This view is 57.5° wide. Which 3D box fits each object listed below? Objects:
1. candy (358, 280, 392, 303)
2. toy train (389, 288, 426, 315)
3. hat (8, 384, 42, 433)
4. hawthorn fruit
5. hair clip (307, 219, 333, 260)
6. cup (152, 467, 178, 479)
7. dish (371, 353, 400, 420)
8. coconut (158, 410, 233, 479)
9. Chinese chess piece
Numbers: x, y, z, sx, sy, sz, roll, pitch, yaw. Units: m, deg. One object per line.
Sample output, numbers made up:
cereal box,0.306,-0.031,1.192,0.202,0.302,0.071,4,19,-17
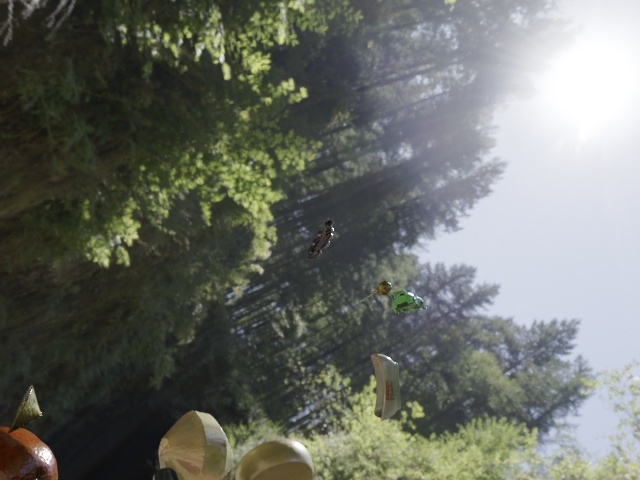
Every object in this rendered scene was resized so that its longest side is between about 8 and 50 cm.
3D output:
candy,0.227,0.230,2.491,0.201,0.060,0.060,-35,-102,43
toy train,0.324,0.229,2.167,0.099,0.149,0.081,-25,-109,28
hat,-0.857,0.509,1.727,0.146,0.067,0.146,-47,-154,32
hawthorn fruit,-0.975,0.729,1.814,0.311,0.295,0.295,21,-51,33
hair clip,-0.002,-0.001,2.464,0.195,0.052,0.124,-60,-157,1
cup,-0.441,0.708,1.657,0.077,0.078,0.100,37,-67,64
dish,0.221,0.485,1.947,0.151,0.077,0.212,110,-22,-79
coconut,-0.405,0.681,1.863,0.259,0.259,0.259,39,-39,42
Chinese chess piece,-0.156,0.793,1.981,0.102,0.273,0.273,-121,-155,-51
